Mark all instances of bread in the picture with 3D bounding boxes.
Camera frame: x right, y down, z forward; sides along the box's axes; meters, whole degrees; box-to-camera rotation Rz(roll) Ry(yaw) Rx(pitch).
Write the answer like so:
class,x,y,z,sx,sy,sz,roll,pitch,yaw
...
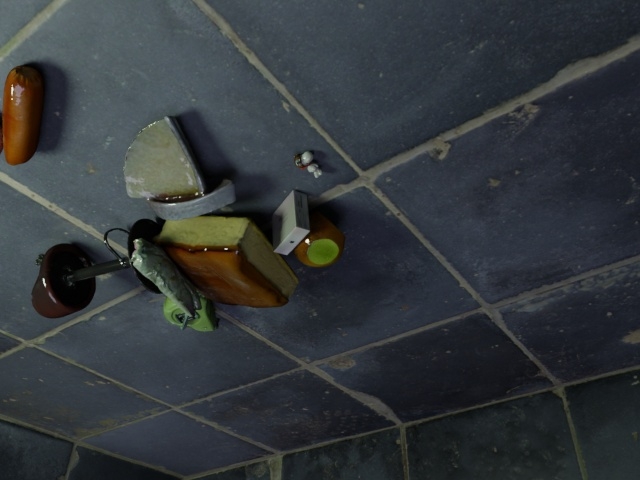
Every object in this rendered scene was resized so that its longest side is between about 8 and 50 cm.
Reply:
class,x,y,z,sx,sy,sz,roll,pitch,yaw
bread,-0.274,0.066,1.723,0.324,0.143,0.333,1,146,32

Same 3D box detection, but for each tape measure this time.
class,x,y,z,sx,sy,sz,roll,pitch,yaw
tape measure,-0.455,0.240,2.027,0.175,0.106,0.200,-4,140,1

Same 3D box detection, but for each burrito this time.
class,x,y,z,sx,sy,sz,roll,pitch,yaw
burrito,-0.432,0.108,1.670,0.066,0.096,0.309,-12,135,21

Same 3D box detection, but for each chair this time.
class,x,y,z,sx,sy,sz,roll,pitch,yaw
chair,-0.662,0.090,1.747,0.401,0.226,0.226,-15,139,18

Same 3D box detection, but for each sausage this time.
class,x,y,z,sx,sy,sz,roll,pitch,yaw
sausage,-0.706,-0.286,1.386,0.083,0.089,0.300,10,141,-22

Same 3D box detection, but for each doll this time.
class,x,y,z,sx,sy,sz,roll,pitch,yaw
doll,-0.033,-0.198,1.528,0.058,0.040,0.085,-20,138,9

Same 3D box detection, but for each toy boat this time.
class,x,y,z,sx,sy,sz,roll,pitch,yaw
toy boat,-0.391,-0.172,1.529,0.276,0.111,0.293,-21,124,26

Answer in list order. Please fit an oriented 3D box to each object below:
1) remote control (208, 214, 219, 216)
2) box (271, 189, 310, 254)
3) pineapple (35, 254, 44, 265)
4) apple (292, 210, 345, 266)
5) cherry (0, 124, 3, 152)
class,x,y,z,sx,sy,sz,roll,pitch,yaw
remote control,-0.242,-0.015,1.757,0.229,0.044,0.073,35,148,-25
box,-0.084,-0.049,1.637,0.051,0.130,0.129,17,139,-28
pineapple,-0.848,0.068,1.868,0.124,0.058,0.058,15,140,-8
apple,-0.002,-0.002,1.686,0.147,0.146,0.163,19,114,-22
cherry,-0.828,-0.250,1.435,0.126,0.087,0.106,-33,126,11
